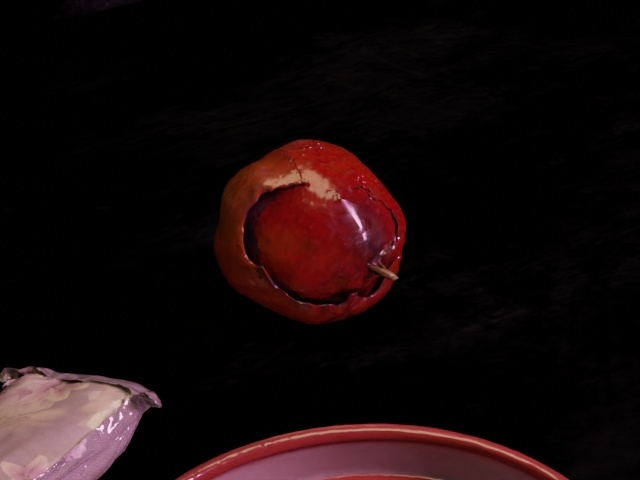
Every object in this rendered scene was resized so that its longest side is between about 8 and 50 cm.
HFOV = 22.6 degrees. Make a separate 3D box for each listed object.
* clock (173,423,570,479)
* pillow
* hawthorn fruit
[{"bbox_3d":[0.020,0.211,0.776,0.319,0.080,0.318,-3,34,2],"label":"clock"},{"bbox_3d":[-0.229,0.164,1.075,0.169,0.059,0.255,7,30,37],"label":"pillow"},{"bbox_3d":[0.000,0.000,1.263,0.148,0.148,0.172,-26,44,-31],"label":"hawthorn fruit"}]
